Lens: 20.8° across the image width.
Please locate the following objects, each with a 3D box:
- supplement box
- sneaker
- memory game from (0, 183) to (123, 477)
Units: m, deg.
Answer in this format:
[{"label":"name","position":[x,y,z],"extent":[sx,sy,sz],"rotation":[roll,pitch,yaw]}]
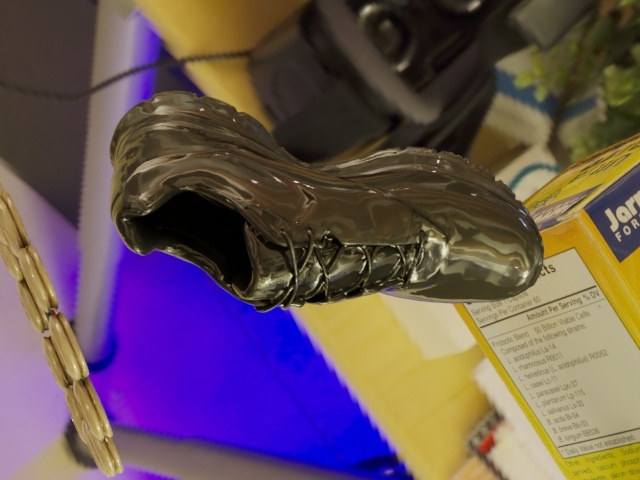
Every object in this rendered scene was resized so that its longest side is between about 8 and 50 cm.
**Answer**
[{"label":"supplement box","position":[0.293,0.102,1.360],"extent":[0.195,0.194,0.356],"rotation":[-36,95,-32]},{"label":"sneaker","position":[0.000,0.000,1.099],"extent":[0.286,0.109,0.130],"rotation":[11,33,-3]},{"label":"memory game","position":[-0.151,0.048,0.969],"extent":[0.012,0.186,0.186],"rotation":[-23,87,-13]}]
